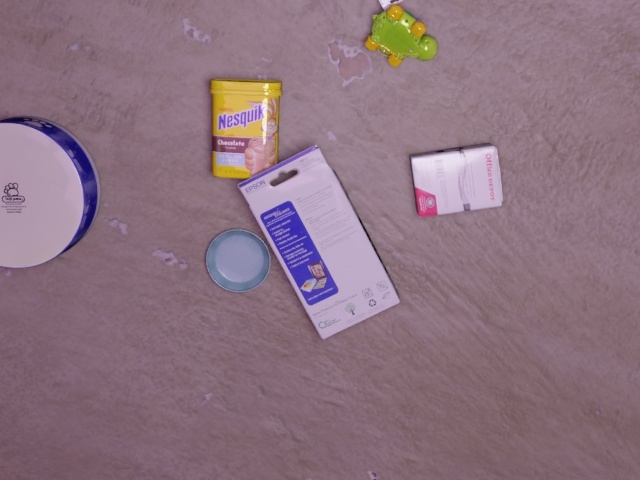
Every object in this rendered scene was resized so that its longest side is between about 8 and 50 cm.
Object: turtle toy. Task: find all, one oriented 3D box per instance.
[{"bbox_3d":[0.144,-0.352,1.579,0.130,0.066,0.095,34,128,-9],"label":"turtle toy"}]

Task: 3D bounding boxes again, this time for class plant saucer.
[{"bbox_3d":[-0.151,0.036,1.697,0.119,0.021,0.119,0,101,2],"label":"plant saucer"}]

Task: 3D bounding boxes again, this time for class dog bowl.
[{"bbox_3d":[-0.537,-0.087,1.645,0.265,0.104,0.265,0,102,2],"label":"dog bowl"}]

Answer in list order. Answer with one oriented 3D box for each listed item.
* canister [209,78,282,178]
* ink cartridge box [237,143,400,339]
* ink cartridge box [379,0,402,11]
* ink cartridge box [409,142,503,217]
[{"bbox_3d":[-0.132,-0.197,1.622,0.126,0.073,0.170,2,103,1],"label":"canister"},{"bbox_3d":[0.000,0.000,1.652,0.165,0.065,0.332,-25,106,8],"label":"ink cartridge box"},{"bbox_3d":[0.108,-0.460,1.578,0.063,0.029,0.115,-29,100,8],"label":"ink cartridge box"},{"bbox_3d":[0.240,-0.108,1.629,0.150,0.063,0.109,-8,101,3],"label":"ink cartridge box"}]
